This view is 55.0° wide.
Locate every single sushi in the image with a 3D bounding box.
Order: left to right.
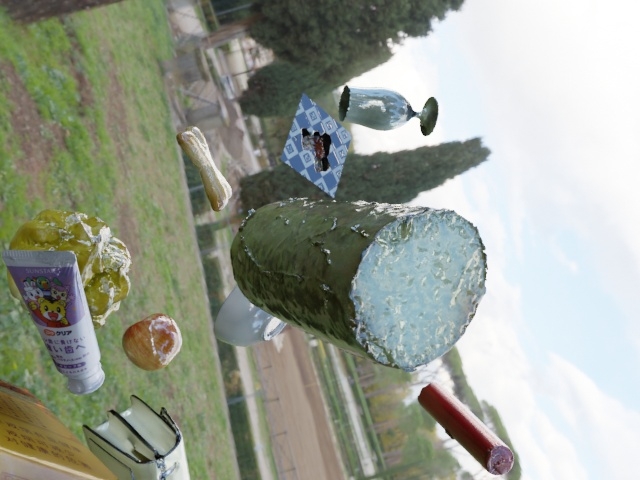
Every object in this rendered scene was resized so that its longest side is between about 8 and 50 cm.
[{"bbox_3d":[-0.021,-0.270,1.798,0.220,0.047,0.231,34,61,-35],"label":"sushi"}]

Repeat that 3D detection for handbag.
[{"bbox_3d":[-0.396,0.568,1.430,0.237,0.160,0.358,22,-55,39],"label":"handbag"}]

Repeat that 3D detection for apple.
[{"bbox_3d":[-0.412,0.252,1.519,0.130,0.146,0.146,56,-1,1],"label":"apple"}]

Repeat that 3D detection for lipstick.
[{"bbox_3d":[0.301,0.392,1.305,0.280,0.073,0.073,-144,-145,-67],"label":"lipstick"}]

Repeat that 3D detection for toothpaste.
[{"bbox_3d":[-0.422,0.135,1.010,0.073,0.114,0.299,-83,174,-51],"label":"toothpaste"}]

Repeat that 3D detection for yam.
[{"bbox_3d":[0.025,0.032,0.668,0.304,0.168,0.167,9,-62,62],"label":"yam"}]

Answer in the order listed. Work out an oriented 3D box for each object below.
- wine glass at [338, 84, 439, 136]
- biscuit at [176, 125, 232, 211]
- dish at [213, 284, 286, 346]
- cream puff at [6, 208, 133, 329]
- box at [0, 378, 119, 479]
[{"bbox_3d":[0.142,-0.278,1.310,0.093,0.203,0.092,-176,-90,-73],"label":"wine glass"},{"bbox_3d":[-0.281,-0.181,1.514,0.164,0.047,0.207,-91,155,-72],"label":"biscuit"},{"bbox_3d":[-0.111,0.142,1.289,0.086,0.227,0.236,36,-8,20],"label":"dish"},{"bbox_3d":[-0.576,0.069,1.507,0.291,0.258,0.324,-70,145,-52],"label":"cream puff"},{"bbox_3d":[-0.499,0.296,0.915,0.416,0.115,0.264,15,-20,43],"label":"box"}]
